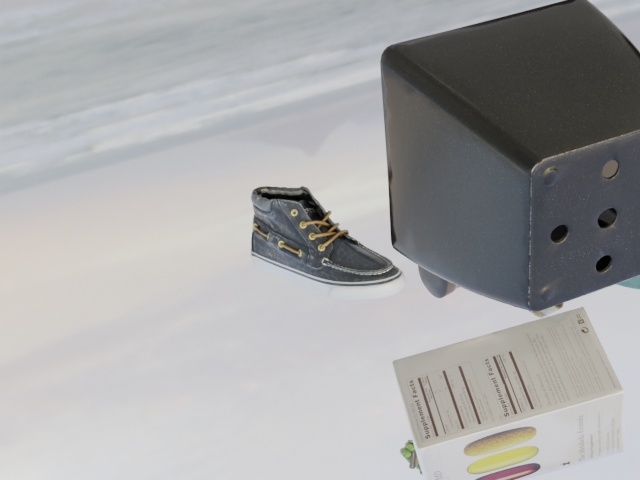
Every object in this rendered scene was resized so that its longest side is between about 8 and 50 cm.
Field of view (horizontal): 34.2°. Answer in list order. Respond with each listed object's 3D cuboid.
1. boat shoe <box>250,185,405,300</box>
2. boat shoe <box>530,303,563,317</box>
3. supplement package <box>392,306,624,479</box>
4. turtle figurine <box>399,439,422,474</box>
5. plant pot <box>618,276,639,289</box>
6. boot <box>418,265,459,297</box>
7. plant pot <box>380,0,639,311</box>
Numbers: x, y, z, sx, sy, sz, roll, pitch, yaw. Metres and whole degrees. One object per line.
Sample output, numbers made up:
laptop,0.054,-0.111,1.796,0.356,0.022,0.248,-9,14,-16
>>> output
boat shoe,0.000,0.000,1.004,0.183,0.083,0.065,13,-153,37
boat shoe,0.258,0.061,1.383,0.045,0.135,0.050,-49,-169,39
supplement package,0.226,0.201,1.260,0.244,0.139,0.134,-17,-134,2
turtle figurine,0.246,0.413,1.898,0.198,0.275,0.266,20,-146,-2
plant pot,0.453,-0.081,1.427,0.271,0.255,0.272,2,-147,-2
boot,0.234,-0.047,1.676,0.115,0.305,0.112,-21,-132,-24
plant pot,0.168,-0.054,0.791,0.188,0.187,0.167,-16,-146,-16
